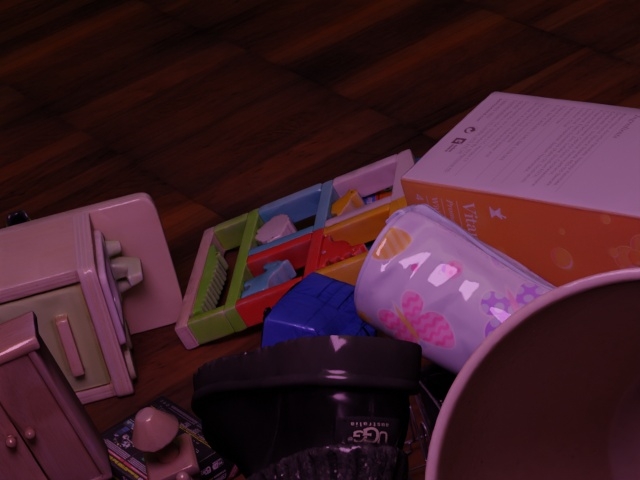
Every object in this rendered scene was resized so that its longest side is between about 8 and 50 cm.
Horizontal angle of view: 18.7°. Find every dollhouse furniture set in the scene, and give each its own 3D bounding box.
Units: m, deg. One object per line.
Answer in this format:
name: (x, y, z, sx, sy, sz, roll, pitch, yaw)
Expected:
dollhouse furniture set: (-0.250, 0.244, 1.559, 0.303, 0.174, 0.355, -24, 34, 3)

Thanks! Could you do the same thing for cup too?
cup: (0.267, 0.173, 1.394, 0.331, 0.331, 0.237, -1, 4, 21)

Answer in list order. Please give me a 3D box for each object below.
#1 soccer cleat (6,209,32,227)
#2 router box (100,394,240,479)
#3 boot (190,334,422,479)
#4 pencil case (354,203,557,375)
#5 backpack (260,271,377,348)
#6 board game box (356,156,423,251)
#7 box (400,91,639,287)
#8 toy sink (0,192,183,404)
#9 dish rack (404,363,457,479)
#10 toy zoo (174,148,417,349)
soccer cleat: (-0.326, 0.032, 2.077, 0.060, 0.072, 0.179, -14, 30, 1)
router box: (-0.143, 0.196, 1.754, 0.092, 0.038, 0.122, -30, 33, -26)
boot: (-0.020, 0.215, 1.456, 0.131, 0.260, 0.348, 3, -10, -14)
pencil case: (0.161, 0.072, 1.631, 0.273, 0.124, 0.113, 27, 39, 24)
backpack: (0.003, 0.094, 1.813, 0.101, 0.098, 0.120, 19, 30, 12)
board game box: (0.143, -0.038, 2.018, 0.210, 0.047, 0.160, -12, 30, 7)
box: (0.271, 0.016, 1.706, 0.345, 0.215, 0.168, 10, 38, 37)
toy sink: (-0.254, 0.072, 1.901, 0.234, 0.153, 0.131, -14, 30, -2)
dish rack: (0.032, 0.219, 1.606, 0.271, 0.074, 0.208, -20, 30, -10)
toy zoo: (0.000, 0.000, 1.960, 0.293, 0.030, 0.192, -21, 28, 20)
